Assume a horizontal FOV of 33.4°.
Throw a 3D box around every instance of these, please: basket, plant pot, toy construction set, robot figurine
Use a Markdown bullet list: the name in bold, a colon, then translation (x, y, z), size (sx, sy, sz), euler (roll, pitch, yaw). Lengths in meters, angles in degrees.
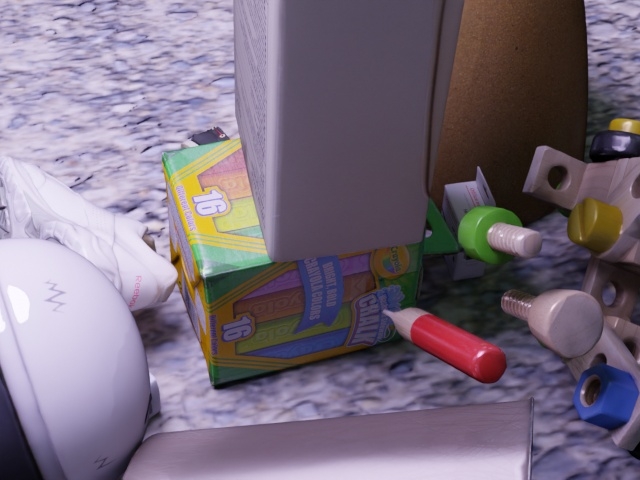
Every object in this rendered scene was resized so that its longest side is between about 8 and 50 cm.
- **basket**: translation (0.005, 0.183, 0.619), size (0.227, 0.204, 0.154), euler (3, 4, 11)
- **plant pot**: translation (0.126, -0.176, 0.902), size (0.237, 0.254, 0.237), euler (0, 47, 0)
- **toy construction set**: translation (0.191, 0.023, 0.763), size (0.309, 0.257, 0.237), euler (-7, 10, -19)
- **robot figurine**: translation (-0.239, 0.103, 0.628), size (0.278, 0.209, 0.173), euler (-19, 17, -14)

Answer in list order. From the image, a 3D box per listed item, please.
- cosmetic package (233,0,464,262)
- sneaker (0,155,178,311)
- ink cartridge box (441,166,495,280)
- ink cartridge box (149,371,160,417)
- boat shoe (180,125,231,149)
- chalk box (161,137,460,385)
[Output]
- **cosmetic package**: translation (0.009, -0.150, 0.654), size (0.113, 0.309, 0.160), euler (-8, 49, -9)
- **sneaker**: translation (-0.195, 0.004, 0.851), size (0.115, 0.090, 0.232), euler (6, 22, -41)
- **ink cartridge box**: translation (0.117, -0.014, 0.861), size (0.028, 0.083, 0.048), euler (-8, 47, -9)
- **ink cartridge box**: translation (-0.225, 0.098, 0.774), size (0.145, 0.045, 0.179), euler (-33, 58, -29)
- **boat shoe**: translation (-0.069, -0.057, 0.923), size (0.042, 0.049, 0.133), euler (-34, 51, -20)
- **chalk box**: translation (0.000, 0.000, 0.812), size (0.213, 0.132, 0.132), euler (-14, 48, -14)
